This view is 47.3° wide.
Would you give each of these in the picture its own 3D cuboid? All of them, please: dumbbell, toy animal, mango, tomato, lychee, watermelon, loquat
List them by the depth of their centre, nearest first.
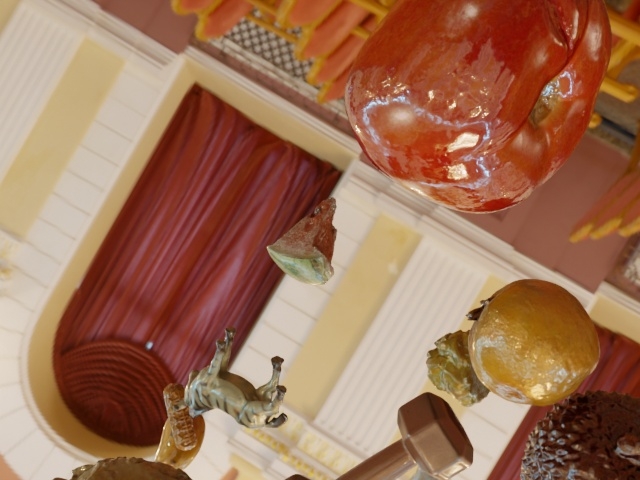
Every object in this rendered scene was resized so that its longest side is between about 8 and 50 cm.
[{"bbox_3d":[0.160,-0.170,0.783,0.226,0.299,0.298,29,-179,35],"label":"tomato"},{"bbox_3d":[0.051,0.255,0.784,0.092,0.230,0.082,46,-167,-54],"label":"dumbbell"},{"bbox_3d":[-0.139,0.238,1.137,0.216,0.176,0.073,28,-155,29],"label":"toy animal"},{"bbox_3d":[0.333,0.159,1.160,0.208,0.208,0.208,31,-178,-1],"label":"loquat"},{"bbox_3d":[0.466,0.374,1.194,0.264,0.264,0.300,31,141,2],"label":"lychee"},{"bbox_3d":[-0.022,0.011,1.303,0.121,0.158,0.098,-12,137,25],"label":"watermelon"},{"bbox_3d":[-0.338,0.486,1.772,0.115,0.178,0.090,-16,129,31],"label":"mango"}]

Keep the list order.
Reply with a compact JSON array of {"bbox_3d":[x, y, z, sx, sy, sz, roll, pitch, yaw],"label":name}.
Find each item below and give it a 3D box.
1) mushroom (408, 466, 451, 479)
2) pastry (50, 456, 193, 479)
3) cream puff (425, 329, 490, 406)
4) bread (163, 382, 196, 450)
[{"bbox_3d":[0.319,0.663,2.092,0.108,0.247,0.096,27,-158,-6],"label":"mushroom"},{"bbox_3d":[-0.337,0.527,1.292,0.329,0.330,0.136,30,-162,-9],"label":"pastry"},{"bbox_3d":[0.273,0.258,1.472,0.156,0.121,0.156,42,147,35],"label":"cream puff"},{"bbox_3d":[-0.314,0.394,1.635,0.044,0.157,0.052,-7,-172,35],"label":"bread"}]
